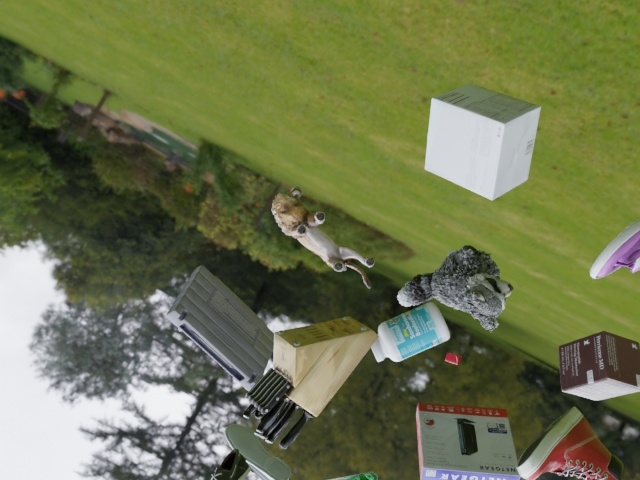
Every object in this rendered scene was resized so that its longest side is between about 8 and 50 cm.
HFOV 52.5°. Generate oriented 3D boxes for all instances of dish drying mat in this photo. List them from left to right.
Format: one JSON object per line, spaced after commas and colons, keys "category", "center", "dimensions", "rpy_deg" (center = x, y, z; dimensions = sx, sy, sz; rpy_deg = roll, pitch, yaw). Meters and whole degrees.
{"category": "dish drying mat", "center": [0.456, 0.406, 2.230], "dimensions": [0.008, 0.032, 0.083], "rpy_deg": [23, 172, -19]}

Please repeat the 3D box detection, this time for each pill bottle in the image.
{"category": "pill bottle", "center": [0.300, 0.324, 2.230], "dimensions": [0.146, 0.264, 0.146], "rpy_deg": [-25, -90, -88]}

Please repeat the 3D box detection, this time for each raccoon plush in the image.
{"category": "raccoon plush", "center": [0.464, 0.224, 2.258], "dimensions": [0.216, 0.446, 0.299], "rpy_deg": [40, -144, -14]}

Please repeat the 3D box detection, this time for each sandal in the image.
{"category": "sandal", "center": [0.849, 0.019, 1.684], "dimensions": [0.417, 0.169, 0.102], "rpy_deg": [-17, -133, -38]}

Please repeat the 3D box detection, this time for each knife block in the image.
{"category": "knife block", "center": [-0.021, 0.300, 1.341], "dimensions": [0.276, 0.241, 0.088], "rpy_deg": [-8, -161, -31]}

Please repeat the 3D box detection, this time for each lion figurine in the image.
{"category": "lion figurine", "center": [0.000, 0.000, 2.075], "dimensions": [0.392, 0.142, 0.240], "rpy_deg": [50, 168, -12]}

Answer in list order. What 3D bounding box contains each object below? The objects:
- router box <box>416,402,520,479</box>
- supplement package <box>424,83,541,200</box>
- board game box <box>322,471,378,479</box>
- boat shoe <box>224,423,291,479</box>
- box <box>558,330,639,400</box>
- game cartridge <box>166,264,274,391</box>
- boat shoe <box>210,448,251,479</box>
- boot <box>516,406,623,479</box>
{"category": "router box", "center": [0.524, 0.736, 2.342], "dimensions": [0.336, 0.082, 0.301], "rpy_deg": [4, -147, 2]}
{"category": "supplement package", "center": [0.377, -0.238, 1.527], "dimensions": [0.203, 0.149, 0.194], "rpy_deg": [32, 136, 38]}
{"category": "board game box", "center": [0.002, 0.897, 1.880], "dimensions": [0.390, 0.389, 0.050], "rpy_deg": [-12, 147, 6]}
{"category": "boat shoe", "center": [-0.245, 0.814, 2.429], "dimensions": [0.303, 0.114, 0.091], "rpy_deg": [40, 138, 18]}
{"category": "box", "center": [0.936, 0.423, 2.171], "dimensions": [0.167, 0.168, 0.203], "rpy_deg": [19, 149, -20]}
{"category": "game cartridge", "center": [-0.290, 0.264, 1.977], "dimensions": [0.355, 0.068, 0.230], "rpy_deg": [47, -150, -19]}
{"category": "boat shoe", "center": [-0.288, 0.685, 1.837], "dimensions": [0.084, 0.079, 0.233], "rpy_deg": [-16, -168, 31]}
{"category": "boot", "center": [0.503, 0.449, 1.274], "dimensions": [0.244, 0.088, 0.176], "rpy_deg": [-16, -120, -44]}
